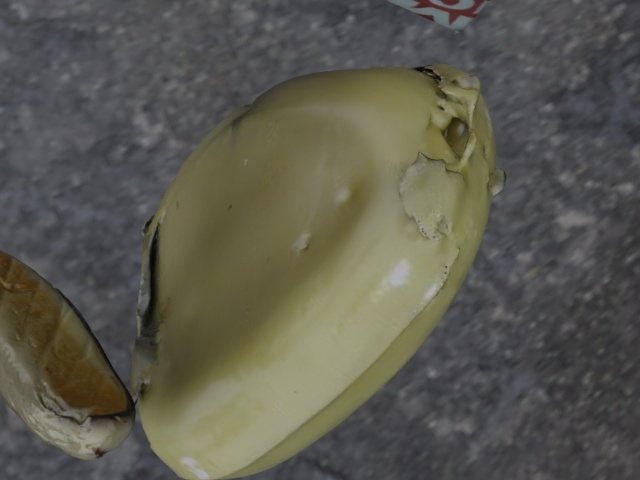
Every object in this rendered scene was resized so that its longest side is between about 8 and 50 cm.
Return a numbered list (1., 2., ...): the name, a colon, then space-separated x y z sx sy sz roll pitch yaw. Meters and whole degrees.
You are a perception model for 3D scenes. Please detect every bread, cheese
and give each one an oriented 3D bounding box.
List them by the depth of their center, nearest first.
1. bread: -0.176 0.071 1.217 0.214 0.073 0.053 44 133 46
2. cheese: 0.000 0.000 1.294 0.316 0.128 0.259 -41 45 37

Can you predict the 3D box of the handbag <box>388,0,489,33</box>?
1. handbag: 0.013 -0.186 0.758 0.171 0.298 0.151 13 77 -10
